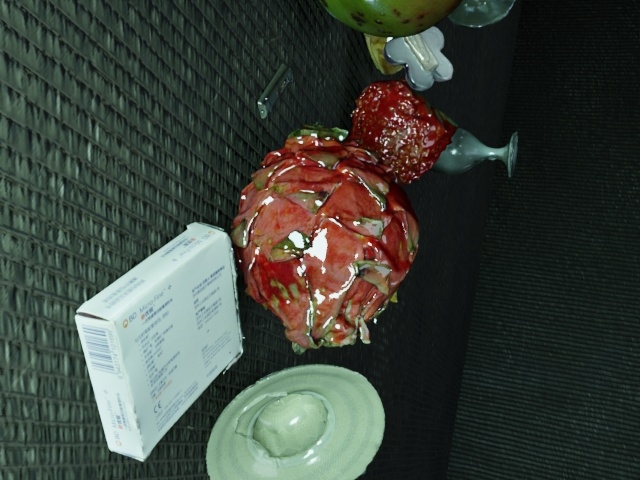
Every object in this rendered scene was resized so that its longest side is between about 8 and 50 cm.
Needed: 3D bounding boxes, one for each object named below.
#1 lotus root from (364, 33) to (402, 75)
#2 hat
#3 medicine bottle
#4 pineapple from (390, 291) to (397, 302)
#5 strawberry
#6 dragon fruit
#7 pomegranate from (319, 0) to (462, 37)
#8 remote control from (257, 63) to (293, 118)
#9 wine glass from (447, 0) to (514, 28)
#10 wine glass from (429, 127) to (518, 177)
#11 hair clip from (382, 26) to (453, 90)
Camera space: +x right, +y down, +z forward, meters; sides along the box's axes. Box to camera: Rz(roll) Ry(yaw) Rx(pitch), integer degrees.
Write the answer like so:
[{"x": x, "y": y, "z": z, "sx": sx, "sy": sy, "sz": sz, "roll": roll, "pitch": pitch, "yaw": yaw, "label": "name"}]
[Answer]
[{"x": 0.138, "y": -0.400, "z": 1.194, "sx": 0.135, "sy": 0.096, "sz": 0.159, "roll": 7, "pitch": 85, "yaw": -65, "label": "lotus root"}, {"x": -0.043, "y": 0.250, "z": 0.892, "sx": 0.110, "sy": 0.252, "sz": 0.251, "roll": -129, "pitch": -149, "yaw": -59, "label": "hat"}, {"x": -0.154, "y": 0.098, "z": 0.669, "sx": 0.201, "sy": 0.052, "sz": 0.171, "roll": -47, "pitch": 139, "yaw": -54, "label": "medicine bottle"}, {"x": 0.022, "y": -0.002, "z": 1.045, "sx": 0.164, "sy": 0.140, "sz": 0.249, "roll": -25, "pitch": 110, "yaw": -17, "label": "pineapple"}, {"x": 0.134, "y": -0.185, "z": 1.157, "sx": 0.201, "sy": 0.184, "sz": 0.187, "roll": -56, "pitch": 153, "yaw": -2, "label": "strawberry"}, {"x": 0.000, "y": 0.000, "z": 0.802, "sx": 0.244, "sy": 0.245, "sz": 0.298, "roll": 65, "pitch": 30, "yaw": -53, "label": "dragon fruit"}, {"x": 0.069, "y": -0.428, "z": 0.870, "sx": 0.291, "sy": 0.324, "sz": 0.290, "roll": 180, "pitch": -90, "yaw": -80, "label": "pomegranate"}, {"x": -0.060, "y": -0.202, "z": 0.859, "sx": 0.034, "sy": 0.016, "sz": 0.091, "roll": 79, "pitch": 28, "yaw": -48, "label": "remote control"}, {"x": 0.355, "y": -0.688, "z": 1.443, "sx": 0.406, "sy": 0.267, "sz": 0.267, "roll": 44, "pitch": 56, "yaw": -68, "label": "wine glass"}, {"x": 0.381, "y": -0.228, "z": 1.640, "sx": 0.126, "sy": 0.241, "sz": 0.126, "roll": 8, "pitch": 90, "yaw": -68, "label": "wine glass"}, {"x": 0.142, "y": -0.379, "z": 1.097, "sx": 0.146, "sy": 0.075, "sz": 0.257, "roll": -41, "pitch": 108, "yaw": -35, "label": "hair clip"}]
